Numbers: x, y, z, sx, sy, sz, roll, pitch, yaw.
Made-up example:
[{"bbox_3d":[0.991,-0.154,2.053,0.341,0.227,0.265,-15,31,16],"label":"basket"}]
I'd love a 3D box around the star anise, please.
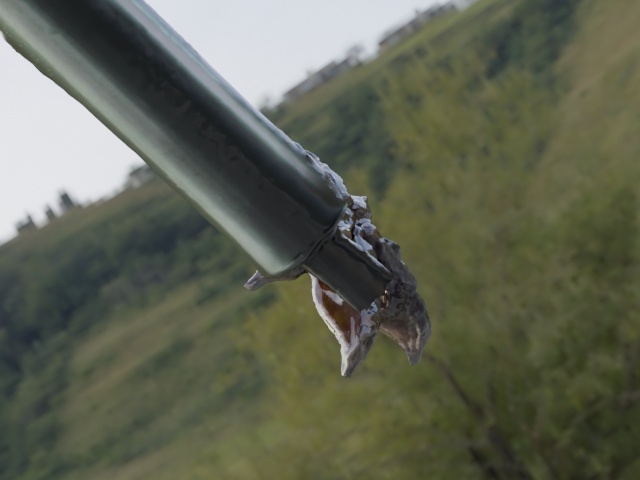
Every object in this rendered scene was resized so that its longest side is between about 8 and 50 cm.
[{"bbox_3d":[0.000,-0.001,0.821,0.042,0.141,0.141,-45,-15,20],"label":"star anise"}]

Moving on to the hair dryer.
[{"bbox_3d":[-0.054,-0.138,0.680,0.284,0.156,0.320,30,-75,-30],"label":"hair dryer"}]
